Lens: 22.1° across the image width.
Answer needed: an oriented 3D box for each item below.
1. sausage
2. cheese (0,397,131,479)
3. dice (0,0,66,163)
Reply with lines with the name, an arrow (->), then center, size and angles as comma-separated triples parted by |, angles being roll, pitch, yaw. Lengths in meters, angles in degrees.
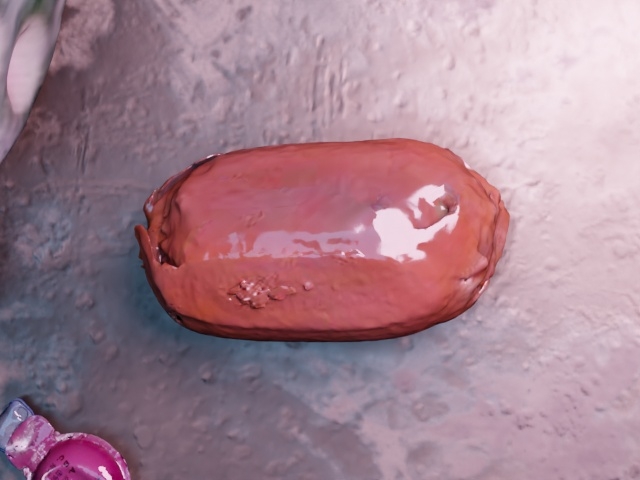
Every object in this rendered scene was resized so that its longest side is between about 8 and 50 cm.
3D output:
sausage -> 0.000, 0.000, 1.220 | 0.279, 0.152, 0.152 | -2, 93, 10
cheese -> -0.210, 0.190, 1.328 | 0.145, 0.038, 0.095 | 41, 98, 13
dice -> -0.380, -0.230, 1.192 | 0.348, 0.328, 0.330 | 19, 97, 10
